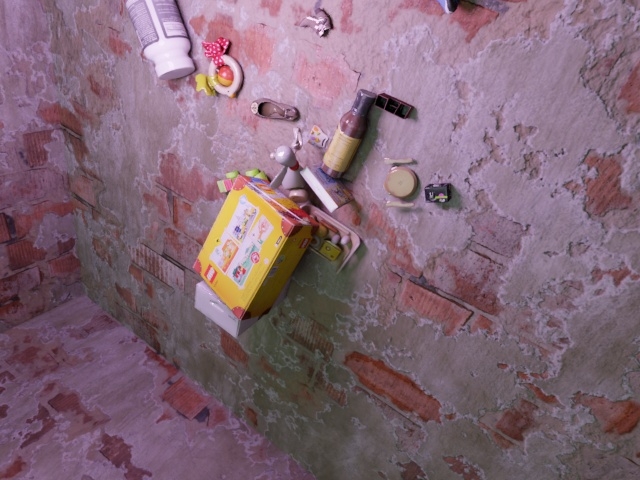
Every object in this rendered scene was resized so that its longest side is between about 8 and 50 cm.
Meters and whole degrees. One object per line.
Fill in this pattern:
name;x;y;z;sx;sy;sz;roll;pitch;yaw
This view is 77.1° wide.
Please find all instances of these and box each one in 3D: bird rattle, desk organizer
bird rattle;-0.433;-0.751;1.780;0.206;0.143;0.254;32;113;4
desk organizer;0.263;-0.484;1.447;0.130;0.050;0.047;32;126;18

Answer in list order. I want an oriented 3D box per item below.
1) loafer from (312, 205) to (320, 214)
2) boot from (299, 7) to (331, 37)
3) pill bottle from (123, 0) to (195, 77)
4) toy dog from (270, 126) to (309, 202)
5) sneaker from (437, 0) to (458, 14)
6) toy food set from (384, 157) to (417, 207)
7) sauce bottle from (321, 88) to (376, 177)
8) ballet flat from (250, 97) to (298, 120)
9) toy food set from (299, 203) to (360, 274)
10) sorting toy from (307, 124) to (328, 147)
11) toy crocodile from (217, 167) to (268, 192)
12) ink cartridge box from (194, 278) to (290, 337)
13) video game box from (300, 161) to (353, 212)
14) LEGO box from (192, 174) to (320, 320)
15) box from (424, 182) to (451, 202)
loafer;-0.028;-0.104;1.839;0.045;0.039;0.125;16;129;-11
boot;-0.018;-0.798;1.497;0.118;0.042;0.087;-20;101;39
pill bottle;-0.711;-0.930;1.794;0.210;0.210;0.363;-7;107;36
toy dog;-0.147;-0.287;1.651;0.160;0.220;0.334;0;142;12
sneaker;0.354;-0.785;1.236;0.081;0.080;0.211;-28;85;46
toy food set;0.310;-0.225;1.554;0.132;0.038;0.192;3;108;25
sauce bottle;0.110;-0.409;1.552;0.111;0.111;0.345;38;126;14
ballet flat;-0.208;-0.559;1.727;0.249;0.058;0.084;20;121;25
toy food set;0.000;0.000;1.802;0.306;0.092;0.220;34;128;2
sorting toy;-0.009;-0.423;1.675;0.075;0.045;0.083;25;126;0
toy crocodile;-0.382;-0.279;1.947;0.340;0.105;0.115;0;112;35
ink cartridge box;-0.386;0.259;2.015;0.285;0.395;0.166;30;125;20
video game box;0.031;-0.224;1.639;0.048;0.187;0.205;-39;88;32
LEGO box;-0.293;0.031;1.752;0.372;0.193;0.500;41;111;26
box;0.432;-0.175;1.478;0.083;0.052;0.062;2;113;35
